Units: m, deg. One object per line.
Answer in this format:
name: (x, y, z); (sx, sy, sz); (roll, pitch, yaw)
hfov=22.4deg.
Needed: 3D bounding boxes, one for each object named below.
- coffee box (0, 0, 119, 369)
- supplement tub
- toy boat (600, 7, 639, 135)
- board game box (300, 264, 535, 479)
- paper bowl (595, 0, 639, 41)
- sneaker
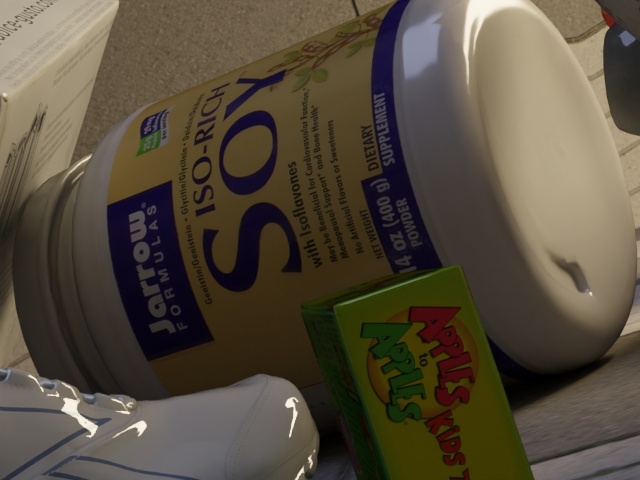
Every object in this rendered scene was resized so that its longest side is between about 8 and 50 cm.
coffee box: (-0.365, -0.032, 1.062); (0.334, 0.338, 0.337); (19, 17, -2)
supplement tub: (0.000, 0.000, 0.998); (0.331, 0.241, 0.241); (-19, -1, 29)
toy boat: (0.292, -0.082, 0.943); (0.318, 0.148, 0.267); (21, -35, -21)
board game box: (0.031, 0.060, 0.575); (0.043, 0.092, 0.181); (-19, -1, -4)
paper bowl: (0.262, -0.166, 0.775); (0.284, 0.148, 0.284); (-5, 42, 5)
sneaker: (-0.123, 0.094, 0.618); (0.297, 0.129, 0.111); (-16, -4, -40)
